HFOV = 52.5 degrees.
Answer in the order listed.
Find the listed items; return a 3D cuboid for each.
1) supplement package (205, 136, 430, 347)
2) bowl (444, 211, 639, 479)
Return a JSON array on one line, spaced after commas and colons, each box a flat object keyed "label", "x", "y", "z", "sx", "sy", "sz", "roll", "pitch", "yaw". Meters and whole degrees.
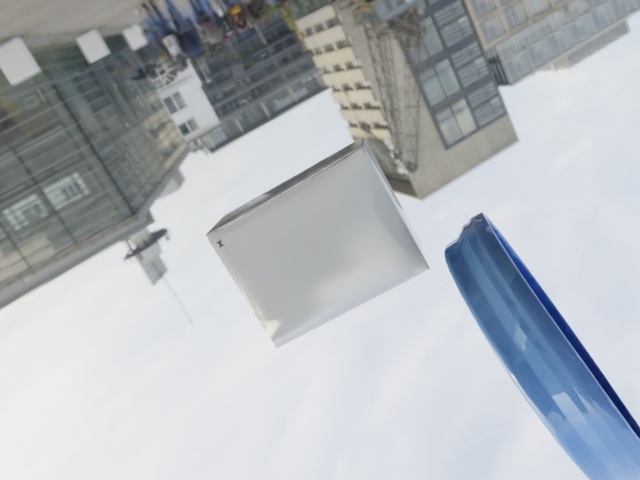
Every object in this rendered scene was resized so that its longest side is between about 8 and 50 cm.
[{"label": "supplement package", "x": 0.000, "y": 0.000, "z": 0.986, "sx": 0.261, "sy": 0.204, "sz": 0.145, "roll": -28, "pitch": -169, "yaw": 10}, {"label": "bowl", "x": 0.294, "y": 0.142, "z": 0.846, "sx": 0.077, "sy": 0.391, "sz": 0.391, "roll": -36, "pitch": -164, "yaw": 15}]
